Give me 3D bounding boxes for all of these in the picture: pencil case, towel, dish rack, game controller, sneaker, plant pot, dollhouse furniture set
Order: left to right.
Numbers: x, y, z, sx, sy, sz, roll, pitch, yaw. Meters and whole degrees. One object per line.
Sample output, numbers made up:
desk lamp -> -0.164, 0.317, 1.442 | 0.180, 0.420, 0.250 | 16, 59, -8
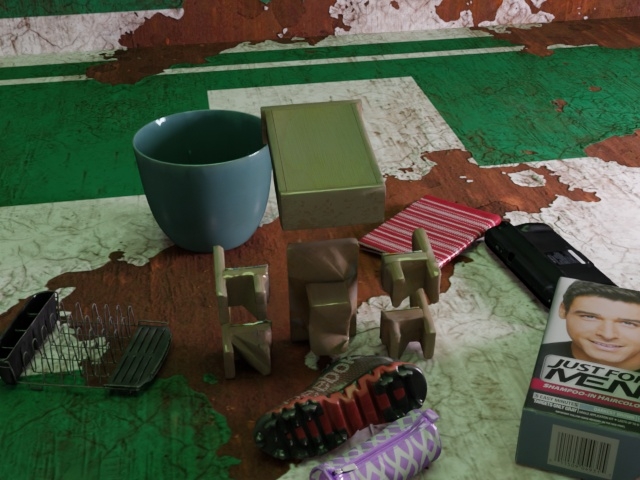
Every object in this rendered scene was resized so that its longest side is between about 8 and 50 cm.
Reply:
dish rack -> -0.402, 0.178, 1.467 | 0.272, 0.074, 0.208 | 3, 31, 7
plant pot -> -0.240, -0.116, 1.805 | 0.293, 0.235, 0.293 | 0, 30, 0
dollhouse furniture set -> 0.000, 0.000, 1.430 | 0.362, 0.394, 0.256 | -5, 40, -5
sneaker -> 0.022, 0.251, 1.312 | 0.276, 0.097, 0.135 | -20, 18, -13
pencil case -> 0.079, 0.314, 1.204 | 0.206, 0.088, 0.086 | -23, 39, -34
towel -> 0.237, -0.017, 1.815 | 0.199, 0.031, 0.275 | 19, 36, 36
game controller -> 0.460, 0.050, 1.688 | 0.167, 0.067, 0.319 | 3, 28, -22

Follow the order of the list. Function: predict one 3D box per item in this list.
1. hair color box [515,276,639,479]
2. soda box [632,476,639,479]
hair color box -> 0.439, 0.211, 1.346 | 0.185, 0.113, 0.374 | 10, 31, 19
soda box -> 0.399, 0.325, 1.000 | 0.084, 0.263, 0.092 | -13, 63, -16
